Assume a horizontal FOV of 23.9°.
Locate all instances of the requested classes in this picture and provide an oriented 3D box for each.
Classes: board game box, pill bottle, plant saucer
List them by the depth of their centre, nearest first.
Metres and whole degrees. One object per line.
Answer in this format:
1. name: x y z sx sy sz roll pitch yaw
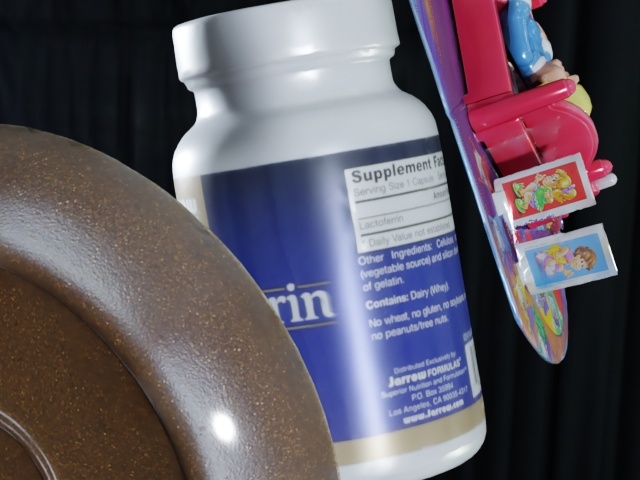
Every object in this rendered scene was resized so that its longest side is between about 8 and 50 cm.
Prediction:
1. board game box: 0.062 -0.050 0.448 0.033 0.169 0.133 -17 -172 16
2. plant saucer: -0.137 0.103 0.672 0.310 0.311 0.050 7 -160 26
3. pill bottle: 0.000 0.000 0.853 0.153 0.265 0.153 -10 -177 1
